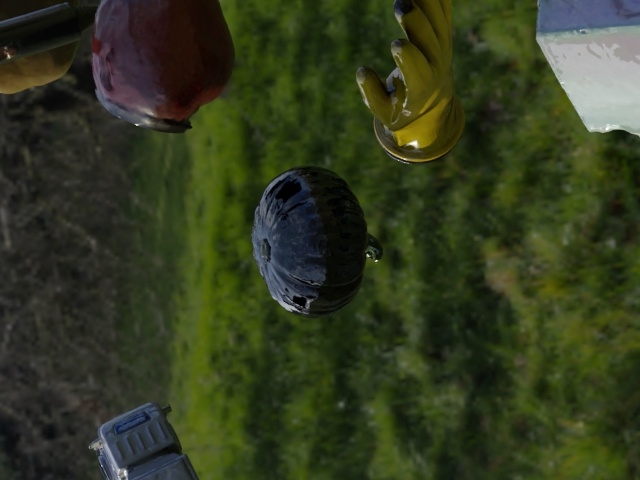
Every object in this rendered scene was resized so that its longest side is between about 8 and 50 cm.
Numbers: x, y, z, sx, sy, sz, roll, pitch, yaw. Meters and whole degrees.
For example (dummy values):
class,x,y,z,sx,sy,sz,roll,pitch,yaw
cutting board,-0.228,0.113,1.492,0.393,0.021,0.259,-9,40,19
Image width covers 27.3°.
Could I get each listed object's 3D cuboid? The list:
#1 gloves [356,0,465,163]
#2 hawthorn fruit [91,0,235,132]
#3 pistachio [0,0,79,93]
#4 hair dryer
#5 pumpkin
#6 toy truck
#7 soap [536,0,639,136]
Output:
class,x,y,z,sx,sy,sz,roll,pitch,yaw
gloves,0.111,-0.211,1.561,0.294,0.116,0.133,75,-156,-65
hawthorn fruit,-0.210,-0.264,1.672,0.189,0.189,0.251,-116,16,-64
pistachio,-0.458,-0.359,2.024,0.213,0.162,0.260,-56,-27,-52
hair dryer,-0.425,-0.248,1.722,0.189,0.352,0.107,48,151,39
pumpkin,-0.013,0.001,1.632,0.194,0.150,0.194,39,148,31
toy truck,-0.209,0.347,1.772,0.268,0.124,0.155,59,164,23
soap,0.450,-0.260,1.325,0.156,0.446,0.261,53,-146,-32
